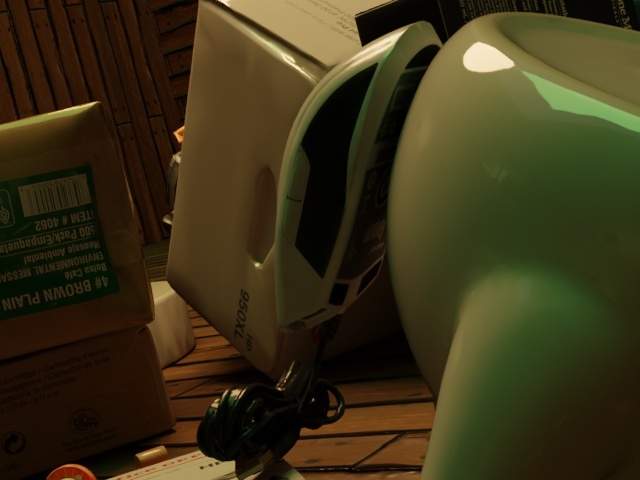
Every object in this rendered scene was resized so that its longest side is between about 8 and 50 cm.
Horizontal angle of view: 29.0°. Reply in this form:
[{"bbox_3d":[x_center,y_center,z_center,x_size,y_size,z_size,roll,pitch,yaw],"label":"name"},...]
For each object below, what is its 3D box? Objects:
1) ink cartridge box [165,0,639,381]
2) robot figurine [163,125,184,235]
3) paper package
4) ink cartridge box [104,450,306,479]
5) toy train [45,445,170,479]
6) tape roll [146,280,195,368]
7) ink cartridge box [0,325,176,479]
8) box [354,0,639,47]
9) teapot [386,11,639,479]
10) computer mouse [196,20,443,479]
[{"bbox_3d":[0.078,-0.085,1.078,0.395,0.285,0.166,-18,41,-38],"label":"ink cartridge box"},{"bbox_3d":[-0.051,-0.041,1.198,0.211,0.291,0.085,-35,52,-12],"label":"robot figurine"},{"bbox_3d":[-0.307,0.009,0.970,0.325,0.168,0.309,-14,7,-8],"label":"paper package"},{"bbox_3d":[-0.058,0.133,0.523,0.104,0.060,0.180,-16,5,-13],"label":"ink cartridge box"},{"bbox_3d":[-0.141,0.143,0.643,0.166,0.046,0.125,-17,-4,-20],"label":"toy train"},{"bbox_3d":[-0.324,0.126,1.303,0.392,0.072,0.392,-15,6,2],"label":"tape roll"},{"bbox_3d":[-0.250,0.129,0.966,0.235,0.088,0.193,-17,7,-18],"label":"ink cartridge box"},{"bbox_3d":[0.151,-0.058,0.884,0.184,0.261,0.103,-17,6,-31],"label":"box"},{"bbox_3d":[0.132,0.035,0.457,0.256,0.187,0.252,11,21,-11],"label":"teapot"},{"bbox_3d":[0.000,0.000,0.497,0.042,0.193,0.106,24,18,20],"label":"computer mouse"}]
